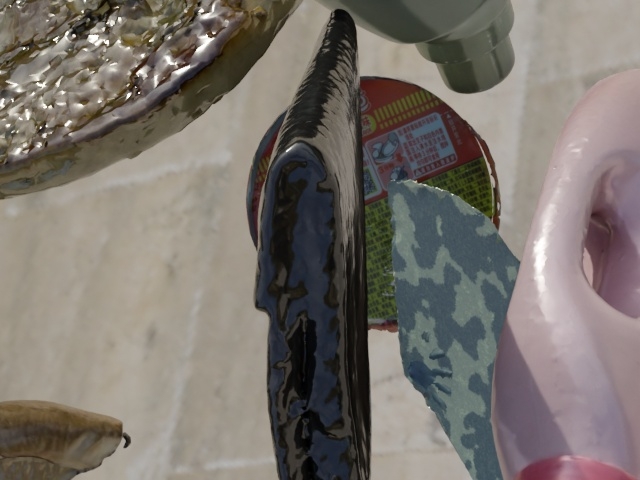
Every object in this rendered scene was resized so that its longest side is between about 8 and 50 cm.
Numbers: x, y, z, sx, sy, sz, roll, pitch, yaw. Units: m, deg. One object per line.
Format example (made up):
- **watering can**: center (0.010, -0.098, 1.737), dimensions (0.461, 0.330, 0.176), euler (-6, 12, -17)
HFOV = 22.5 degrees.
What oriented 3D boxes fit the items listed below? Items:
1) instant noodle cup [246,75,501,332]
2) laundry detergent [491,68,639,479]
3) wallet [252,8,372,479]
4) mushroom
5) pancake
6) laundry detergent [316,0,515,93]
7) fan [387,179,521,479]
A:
- **instant noodle cup**: center (0.057, -0.033, 1.266), dimensions (0.193, 0.212, 0.193), euler (1, 94, 11)
- **laundry detergent**: center (0.145, 0.060, 0.771), dimensions (0.088, 0.159, 0.335), euler (-25, 26, 38)
- **wallet**: center (0.000, 0.000, 0.747), dimensions (0.044, 0.170, 0.321), euler (-4, 17, 3)
- **mushroom**: center (-0.232, 0.162, 1.054), dimensions (0.210, 0.094, 0.072), euler (-40, 32, -8)
- **pancake**: center (-0.147, -0.142, 0.940), dimensions (0.356, 0.065, 0.356), euler (-21, 40, 18)
- **laundry detergent**: center (0.050, -0.269, 1.214), dimensions (0.264, 0.398, 0.125), euler (-37, 41, -13)
- **fan**: center (0.098, 0.070, 0.986), dimensions (0.131, 0.009, 0.240), euler (-22, 85, 48)
